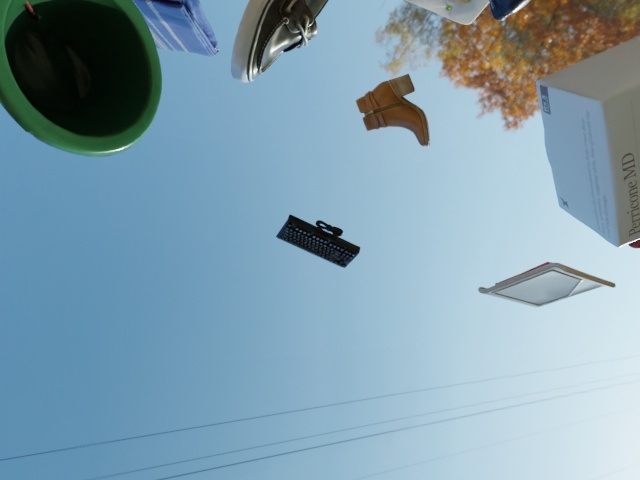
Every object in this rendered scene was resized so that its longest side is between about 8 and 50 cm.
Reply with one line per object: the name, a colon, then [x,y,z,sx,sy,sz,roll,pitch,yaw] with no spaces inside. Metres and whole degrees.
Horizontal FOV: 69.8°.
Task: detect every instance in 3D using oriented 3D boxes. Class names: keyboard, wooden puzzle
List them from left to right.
keyboard: [0.000,0.000,1.026,0.180,0.108,0.023,24,-138,-15]
wooden puzzle: [0.552,0.109,1.134,0.221,0.239,0.044,16,-117,-28]

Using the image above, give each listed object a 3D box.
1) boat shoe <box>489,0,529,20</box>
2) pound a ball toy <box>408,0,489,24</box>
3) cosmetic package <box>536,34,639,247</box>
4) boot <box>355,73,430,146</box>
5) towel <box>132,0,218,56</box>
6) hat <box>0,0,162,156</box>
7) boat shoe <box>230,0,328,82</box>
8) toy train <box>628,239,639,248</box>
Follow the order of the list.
boat shoe: [0.300,-0.479,0.796,0.109,0.089,0.258,25,-131,-18]
pound a ball toy: [0.206,-0.610,0.926,0.319,0.136,0.208,17,-114,-13]
cosmetic package: [0.507,-0.175,0.588,0.217,0.385,0.156,62,-174,-27]
boot: [0.191,-0.312,1.189,0.197,0.152,0.073,67,-159,-7]
towel: [-0.319,-0.322,0.622,0.336,0.243,0.040,9,-84,-4]
hat: [-0.283,-0.170,0.461,0.208,0.184,0.172,-15,-72,-63]
boat shoe: [-0.060,-0.431,0.883,0.119,0.121,0.335,24,-110,1]
toy train: [0.714,-0.096,0.957,0.105,0.248,0.143,54,-162,-14]
